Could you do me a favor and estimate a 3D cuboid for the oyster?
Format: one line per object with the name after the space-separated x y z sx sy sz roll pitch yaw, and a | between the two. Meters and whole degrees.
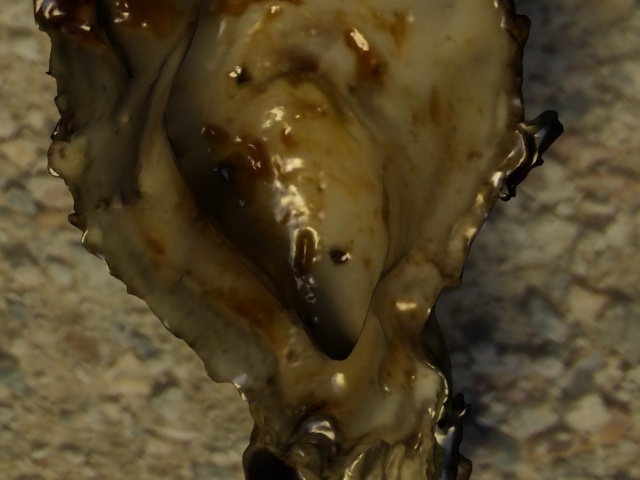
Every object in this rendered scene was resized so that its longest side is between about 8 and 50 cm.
0.008 -0.002 0.705 0.198 0.133 0.337 -10 118 10 | oyster
